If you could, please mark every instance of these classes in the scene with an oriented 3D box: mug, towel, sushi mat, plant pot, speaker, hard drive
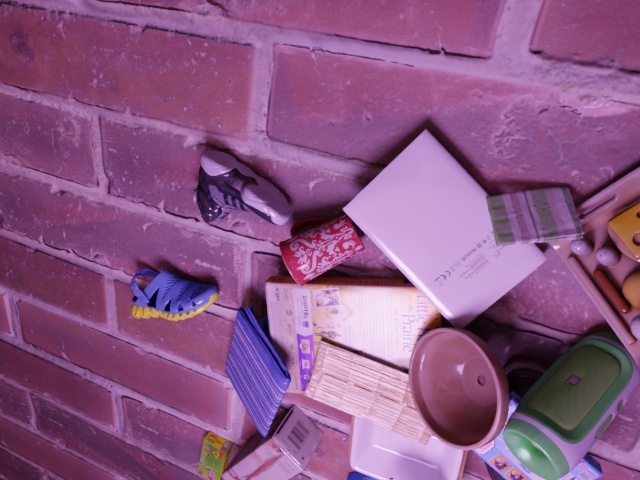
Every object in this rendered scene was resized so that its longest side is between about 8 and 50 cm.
[{"bbox_3d":[-0.001,0.000,1.019,0.169,0.113,0.151,-26,76,8],"label":"mug"},{"bbox_3d":[-0.174,0.357,1.202,0.243,0.040,0.336,51,141,29],"label":"towel"},{"bbox_3d":[0.124,0.357,1.050,0.316,0.019,0.152,19,99,9],"label":"sushi mat"},{"bbox_3d":[0.302,0.296,0.925,0.237,0.109,0.238,-3,86,57],"label":"plant pot"},{"bbox_3d":[0.482,0.303,0.845,0.131,0.296,0.131,44,155,27],"label":"speaker"},{"bbox_3d":[0.399,-0.045,0.841,0.151,0.113,0.023,-7,151,10],"label":"towel"},{"bbox_3d":[0.250,-0.018,0.923,0.233,0.047,0.353,-43,91,13],"label":"hard drive"}]

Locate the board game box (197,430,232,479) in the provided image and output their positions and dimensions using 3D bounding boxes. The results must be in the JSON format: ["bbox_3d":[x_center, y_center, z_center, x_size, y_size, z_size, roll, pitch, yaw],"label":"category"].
[{"bbox_3d":[-0.366,0.752,1.538,0.092,0.043,0.182,22,118,13],"label":"board game box"}]

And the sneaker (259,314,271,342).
[{"bbox_3d":[-0.081,0.284,1.208,0.209,0.069,0.082,41,121,3],"label":"sneaker"}]

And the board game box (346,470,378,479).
[{"bbox_3d":[0.199,0.725,1.284,0.210,0.047,0.160,-32,96,31],"label":"board game box"}]

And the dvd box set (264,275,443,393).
[{"bbox_3d":[0.081,0.239,1.083,0.419,0.062,0.308,-1,106,16],"label":"dvd box set"}]

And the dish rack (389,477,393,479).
[{"bbox_3d":[0.227,0.685,1.128,0.208,0.074,0.272,21,144,3],"label":"dish rack"}]

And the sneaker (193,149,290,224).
[{"bbox_3d":[-0.200,-0.092,1.090,0.268,0.101,0.153,38,121,11],"label":"sneaker"}]

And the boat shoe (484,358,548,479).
[{"bbox_3d":[0.437,0.443,1.018,0.132,0.130,0.356,7,113,21],"label":"boat shoe"}]

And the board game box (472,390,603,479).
[{"bbox_3d":[0.430,0.439,0.925,0.211,0.039,0.160,40,117,9],"label":"board game box"}]

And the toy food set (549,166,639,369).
[{"bbox_3d":[0.554,0.046,0.755,0.219,0.092,0.306,-42,55,30],"label":"toy food set"}]

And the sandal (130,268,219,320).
[{"bbox_3d":[-0.434,0.148,1.276,0.316,0.126,0.139,-5,105,23],"label":"sandal"}]

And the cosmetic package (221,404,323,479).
[{"bbox_3d":[-0.148,0.645,1.341,0.129,0.153,0.296,44,119,3],"label":"cosmetic package"}]

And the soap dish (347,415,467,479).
[{"bbox_3d":[0.222,0.517,1.148,0.290,0.118,0.229,11,115,19],"label":"soap dish"}]
